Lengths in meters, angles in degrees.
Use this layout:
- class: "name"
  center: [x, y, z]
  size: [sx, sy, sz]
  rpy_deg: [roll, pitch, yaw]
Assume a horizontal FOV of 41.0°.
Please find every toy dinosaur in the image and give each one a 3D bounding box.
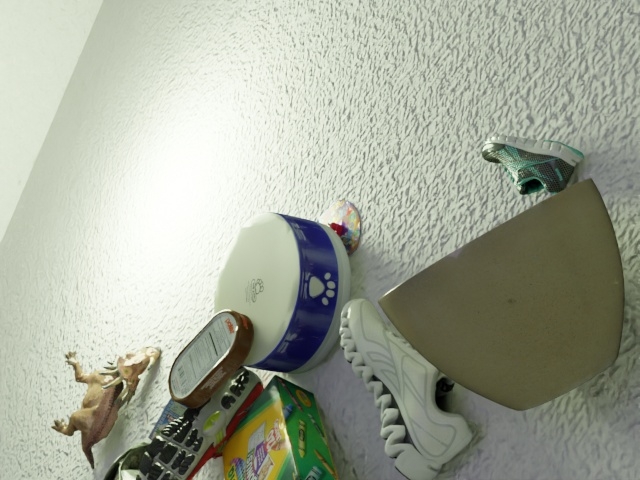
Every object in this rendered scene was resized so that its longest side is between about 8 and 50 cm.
- class: "toy dinosaur"
  center: [-0.462, 0.350, 1.818]
  size: [0.200, 0.127, 0.296]
  rpy_deg: [7, 81, 46]

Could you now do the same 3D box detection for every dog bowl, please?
- class: "dog bowl"
  center: [-0.070, 0.088, 1.443]
  size: [0.265, 0.104, 0.265]
  rpy_deg: [-21, 63, 49]

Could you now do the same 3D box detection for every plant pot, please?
- class: "plant pot"
  center: [0.236, 0.082, 0.990]
  size: [0.284, 0.284, 0.191]
  rpy_deg: [-36, 80, 35]

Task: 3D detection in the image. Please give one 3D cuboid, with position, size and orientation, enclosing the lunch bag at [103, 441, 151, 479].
- class: "lunch bag"
  center: [-0.338, 0.522, 1.516]
  size: [0.235, 0.168, 0.287]
  rpy_deg: [-64, 28, 8]

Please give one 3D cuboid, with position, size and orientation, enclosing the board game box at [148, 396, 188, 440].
- class: "board game box"
  center: [-0.215, 0.256, 1.543]
  size: [0.194, 0.060, 0.194]
  rpy_deg: [-60, -2, 13]

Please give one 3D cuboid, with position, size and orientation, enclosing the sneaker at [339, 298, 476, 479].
- class: "sneaker"
  center: [0.119, 0.187, 1.190]
  size: [0.118, 0.110, 0.292]
  rpy_deg: [-41, 49, 18]

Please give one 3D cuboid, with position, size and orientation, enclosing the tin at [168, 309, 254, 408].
- class: "tin"
  center: [-0.183, 0.195, 1.408]
  size: [0.190, 0.040, 0.106]
  rpy_deg: [-47, 43, 16]

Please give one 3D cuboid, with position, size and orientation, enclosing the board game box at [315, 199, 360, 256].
- class: "board game box"
  center: [0.000, 0.000, 1.501]
  size: [0.169, 0.033, 0.133]
  rpy_deg: [-45, 40, 25]

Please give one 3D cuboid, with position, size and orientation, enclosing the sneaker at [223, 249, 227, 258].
- class: "sneaker"
  center: [-0.167, 0.063, 1.665]
  size: [0.070, 0.051, 0.134]
  rpy_deg: [12, 77, 56]

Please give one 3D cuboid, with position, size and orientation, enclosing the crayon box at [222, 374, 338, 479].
- class: "crayon box"
  center: [-0.065, 0.346, 1.278]
  size: [0.165, 0.081, 0.278]
  rpy_deg: [-56, 20, 12]

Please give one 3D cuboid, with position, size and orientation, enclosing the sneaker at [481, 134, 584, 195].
- class: "sneaker"
  center: [0.279, -0.101, 1.181]
  size: [0.166, 0.065, 0.076]
  rpy_deg: [17, 88, 56]

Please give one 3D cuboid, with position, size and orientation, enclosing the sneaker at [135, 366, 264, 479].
- class: "sneaker"
  center: [-0.189, 0.342, 1.437]
  size: [0.279, 0.118, 0.107]
  rpy_deg: [-47, 44, -12]
